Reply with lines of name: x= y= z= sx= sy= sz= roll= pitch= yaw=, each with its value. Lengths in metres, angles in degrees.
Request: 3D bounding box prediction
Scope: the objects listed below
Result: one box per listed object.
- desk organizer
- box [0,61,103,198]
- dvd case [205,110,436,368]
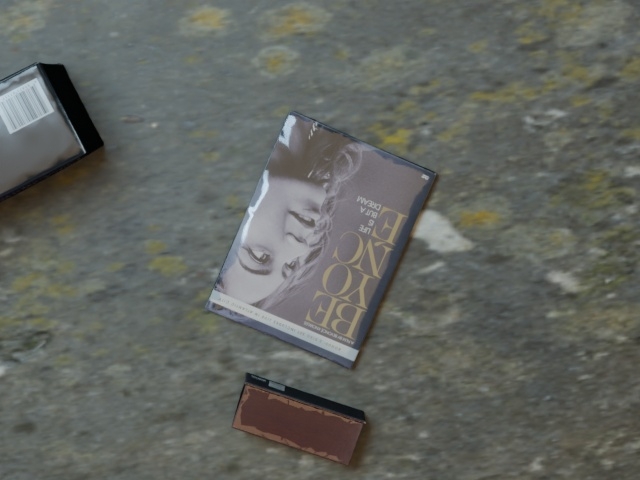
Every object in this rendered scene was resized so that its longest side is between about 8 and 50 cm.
desk organizer: x=-0.023 y=0.183 z=1.703 sx=0.130 sy=0.047 sz=0.050 roll=19 pitch=97 yaw=-4
box: x=-0.351 y=-0.071 z=1.596 sx=0.261 sy=0.184 sz=0.103 roll=-27 pitch=99 yaw=1
dvd case: x=0.000 y=0.000 z=1.699 sx=0.164 sy=0.018 sz=0.221 roll=23 pitch=95 yaw=-4
